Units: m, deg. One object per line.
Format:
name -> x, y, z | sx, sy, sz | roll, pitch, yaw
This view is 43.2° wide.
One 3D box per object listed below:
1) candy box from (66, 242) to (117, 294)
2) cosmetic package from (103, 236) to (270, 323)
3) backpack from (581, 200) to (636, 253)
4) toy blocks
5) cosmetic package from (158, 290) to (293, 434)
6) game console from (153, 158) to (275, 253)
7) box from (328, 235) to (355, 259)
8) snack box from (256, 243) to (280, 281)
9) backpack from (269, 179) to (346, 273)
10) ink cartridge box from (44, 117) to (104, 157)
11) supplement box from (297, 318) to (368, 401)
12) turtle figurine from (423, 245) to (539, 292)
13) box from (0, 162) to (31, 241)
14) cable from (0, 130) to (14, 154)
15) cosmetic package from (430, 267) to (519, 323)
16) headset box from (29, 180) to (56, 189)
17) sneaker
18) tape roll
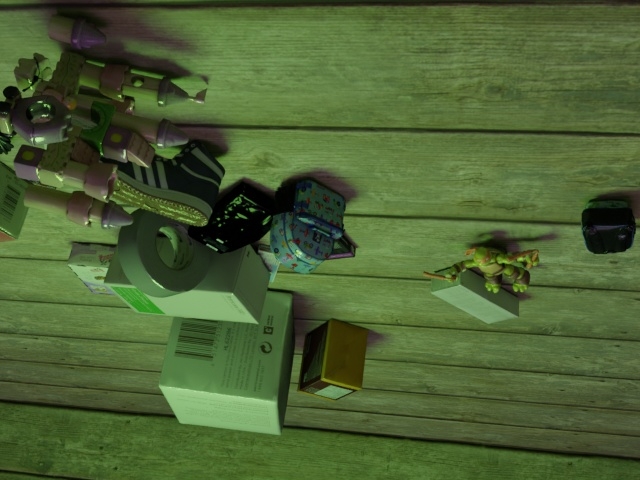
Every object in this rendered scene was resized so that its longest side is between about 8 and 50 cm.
candy box -> -0.579, 0.084, 2.224 | 0.165, 0.070, 0.196 | 4, 154, 8
cosmetic package -> -0.335, 0.096, 2.068 | 0.366, 0.155, 0.197 | 3, 152, 21
backpack -> 0.589, -0.027, 1.648 | 0.105, 0.084, 0.114 | -2, 146, 22
toy blocks -> -0.353, -0.195, 1.377 | 0.260, 0.288, 0.309 | 14, 150, -3
cosmetic package -> -0.256, 0.353, 2.376 | 0.328, 0.329, 0.393 | 7, 154, 3
game console -> -0.275, -0.095, 1.794 | 0.361, 0.044, 0.213 | 31, 135, -28
box -> 0.000, 0.000, 1.937 | 0.116, 0.029, 0.162 | -7, 151, 26
snack box -> -0.141, 0.062, 2.106 | 0.064, 0.022, 0.178 | 13, 153, -6
backpack -> -0.029, -0.023, 1.738 | 0.158, 0.173, 0.117 | 30, 146, -35
ink cartridge box -> -0.508, -0.191, 1.667 | 0.109, 0.063, 0.150 | 12, 153, -6
supplement box -> 0.036, 0.369, 2.473 | 0.129, 0.191, 0.194 | 19, 151, -20
turtle figurine -> 0.390, 0.060, 1.878 | 0.270, 0.087, 0.217 | -16, 153, 25
box -> -0.809, -0.079, 1.882 | 0.232, 0.148, 0.127 | -6, 151, 27
cable -> -0.742, -0.227, 1.698 | 0.185, 0.047, 0.150 | 2, 158, 7
cosmetic package -> 0.397, 0.140, 2.061 | 0.239, 0.060, 0.099 | 28, 149, -34
headset box -> -0.620, -0.150, 1.817 | 0.062, 0.032, 0.083 | 15, 153, -13
sneaker -> -0.333, -0.144, 1.644 | 0.282, 0.153, 0.099 | 21, 155, 2
tape roll -> -0.358, 0.020, 1.868 | 0.072, 0.219, 0.219 | -16, 145, 37
